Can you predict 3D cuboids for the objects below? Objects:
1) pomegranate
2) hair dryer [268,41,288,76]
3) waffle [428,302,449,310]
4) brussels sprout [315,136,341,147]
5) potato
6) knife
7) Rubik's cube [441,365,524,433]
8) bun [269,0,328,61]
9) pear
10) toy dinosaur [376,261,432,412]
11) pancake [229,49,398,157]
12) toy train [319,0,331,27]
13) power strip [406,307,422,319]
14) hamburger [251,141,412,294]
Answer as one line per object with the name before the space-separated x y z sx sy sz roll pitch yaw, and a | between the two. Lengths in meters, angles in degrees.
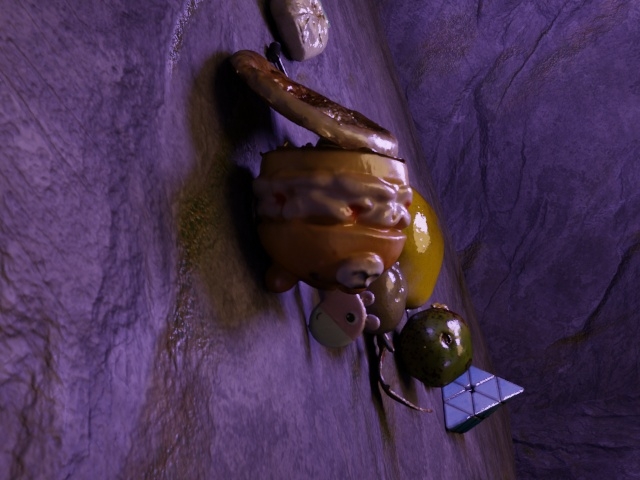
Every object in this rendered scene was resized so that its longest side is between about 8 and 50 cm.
pomegranate | 0.306 0.294 1.758 0.248 0.214 0.214 131 -52 -71
hair dryer | -0.091 -0.385 1.391 0.083 0.026 0.047 66 20 -47
waffle | 0.369 0.323 1.979 0.280 0.060 0.262 -1 95 -59
brussels sprout | 0.071 -0.148 1.369 0.223 0.223 0.161 61 34 -36
potato | 0.100 0.105 1.328 0.235 0.160 0.178 87 8 -80
knife | 0.000 0.000 1.188 0.038 0.132 0.398 108 -34 -71
Rubik's cube | 0.503 0.549 2.177 0.228 0.229 0.233 26 83 -18
bun | -0.044 -0.509 1.492 0.188 0.111 0.164 60 25 -46
pear | 0.241 -0.004 1.777 0.340 0.191 0.386 19 56 -68
toy dinosaur | 0.173 0.219 1.487 0.206 0.113 0.327 82 -1 -48
pancake | -0.012 -0.240 1.141 0.356 0.065 0.356 26 18 -9
toy train | -0.014 -0.677 1.850 0.071 0.038 0.148 -74 144 -64
power strip | 0.316 0.269 2.006 0.175 0.042 0.075 55 24 -46
hamburger | 0.016 -0.027 1.037 0.276 0.276 0.236 9 86 -71
